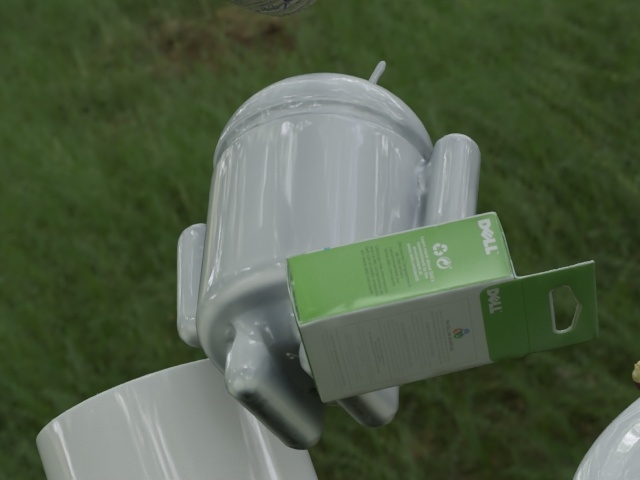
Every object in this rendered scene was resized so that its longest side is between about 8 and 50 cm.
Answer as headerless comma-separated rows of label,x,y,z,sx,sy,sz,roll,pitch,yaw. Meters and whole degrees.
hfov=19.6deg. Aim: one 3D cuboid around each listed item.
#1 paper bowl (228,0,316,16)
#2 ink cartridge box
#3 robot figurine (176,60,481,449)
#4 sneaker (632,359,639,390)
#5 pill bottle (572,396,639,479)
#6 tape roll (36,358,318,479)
paper bowl,-0.027,-0.385,2.026,0.148,0.284,0.284,16,-6,-35
ink cartridge box,0.088,0.043,1.319,0.209,0.109,0.062,-13,54,2
robot figurine,0.000,0.000,1.585,0.300,0.200,0.353,-16,47,23
sneaker,0.331,0.139,1.504,0.185,0.084,0.069,7,9,-24
pill bottle,0.184,0.140,0.701,0.103,0.184,0.103,-37,16,12
tape roll,-0.128,0.228,1.745,0.246,0.169,0.246,-18,-16,-5
